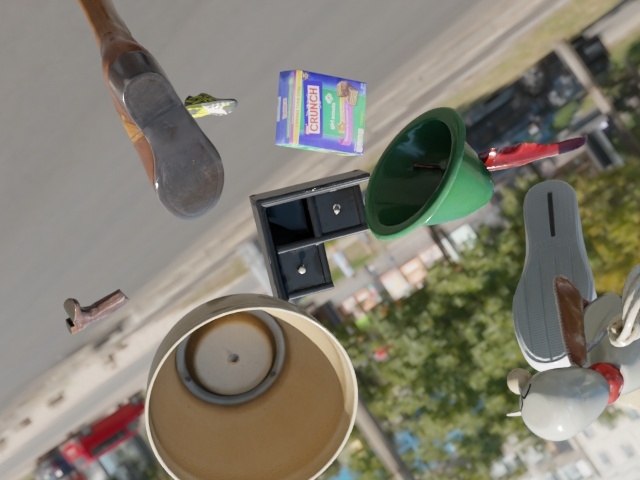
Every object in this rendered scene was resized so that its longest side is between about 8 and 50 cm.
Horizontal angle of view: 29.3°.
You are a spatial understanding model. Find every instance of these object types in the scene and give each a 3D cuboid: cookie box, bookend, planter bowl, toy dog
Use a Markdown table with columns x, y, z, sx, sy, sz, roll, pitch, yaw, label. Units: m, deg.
| x | y | z | sx | sy | sz | roll | pitch | yaw | label |
| --- | --- | --- | --- | --- | --- | --- | --- | --- | --- |
| 0.001 | -0.153 | 1.478 | 0.107 | 0.091 | 0.040 | 5 | 176 | -36 | cookie box |
| 0.000 | 0.000 | 1.634 | 0.156 | 0.157 | 0.072 | -14 | -170 | -8 | bookend |
| -0.061 | 0.109 | 0.965 | 0.162 | 0.162 | 0.109 | -34 | -158 | -1 | planter bowl |
| 0.289 | 0.112 | 1.360 | 0.334 | 0.161 | 0.220 | 18 | 98 | -61 | toy dog |

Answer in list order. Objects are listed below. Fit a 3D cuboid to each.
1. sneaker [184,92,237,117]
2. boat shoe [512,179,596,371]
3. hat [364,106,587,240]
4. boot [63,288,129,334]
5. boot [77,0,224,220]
| x | y | z | sx | sy | sz | roll | pitch | yaw | label |
| --- | --- | --- | --- | --- | --- | --- | --- | --- | --- |
| -0.167 | -0.209 | 1.850 | 0.083 | 0.035 | 0.031 | -7 | 151 | -5 | sneaker |
| 0.324 | 0.055 | 1.653 | 0.109 | 0.094 | 0.302 | -7 | -130 | 23 | boat shoe |
| 0.186 | -0.053 | 1.492 | 0.208 | 0.184 | 0.173 | -33 | -139 | 45 | hat |
| -0.379 | 0.107 | 2.092 | 0.114 | 0.037 | 0.106 | -26 | 160 | -25 | boot |
| -0.237 | -0.185 | 1.589 | 0.096 | 0.280 | 0.264 | -34 | 135 | -2 | boot |
